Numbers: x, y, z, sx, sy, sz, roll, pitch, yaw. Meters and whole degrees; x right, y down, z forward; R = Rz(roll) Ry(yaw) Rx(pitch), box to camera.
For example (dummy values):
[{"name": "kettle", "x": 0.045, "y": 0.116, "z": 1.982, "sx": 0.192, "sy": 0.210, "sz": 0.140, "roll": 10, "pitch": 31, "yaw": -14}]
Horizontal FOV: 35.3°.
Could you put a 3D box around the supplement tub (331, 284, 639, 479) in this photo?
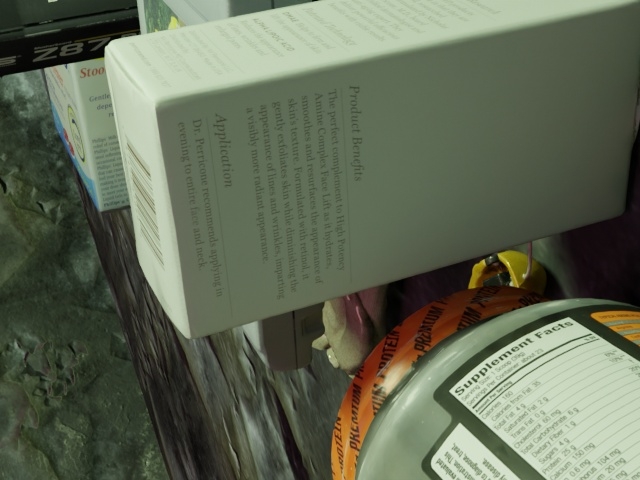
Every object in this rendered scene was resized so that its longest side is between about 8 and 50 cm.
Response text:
[{"name": "supplement tub", "x": 0.135, "y": 0.143, "z": 0.373, "sx": 0.316, "sy": 0.194, "sz": 0.193, "roll": -140, "pitch": 39, "yaw": -60}]

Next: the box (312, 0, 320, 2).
[{"name": "box", "x": 0.002, "y": -0.130, "z": 0.671, "sx": 0.207, "sy": 0.108, "sz": 0.153, "roll": 103, "pitch": 146, "yaw": -54}]

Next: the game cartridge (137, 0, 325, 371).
[{"name": "game cartridge", "x": -0.062, "y": -0.083, "z": 0.641, "sx": 0.196, "sy": 0.060, "sz": 0.294, "roll": -126, "pitch": 27, "yaw": -52}]

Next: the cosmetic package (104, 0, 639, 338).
[{"name": "cosmetic package", "x": 0.029, "y": -0.049, "z": 0.465, "sx": 0.085, "sy": 0.231, "sz": 0.117, "roll": -132, "pitch": 33, "yaw": -52}]

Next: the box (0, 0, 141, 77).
[{"name": "box", "x": -0.226, "y": -0.345, "z": 0.826, "sx": 0.097, "sy": 0.318, "sz": 0.394, "roll": 148, "pitch": 106, "yaw": -70}]

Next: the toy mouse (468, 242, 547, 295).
[{"name": "toy mouse", "x": 0.128, "y": 0.077, "z": 0.592, "sx": 0.161, "sy": 0.031, "sz": 0.143, "roll": 127, "pitch": 126, "yaw": -67}]

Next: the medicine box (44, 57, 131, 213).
[{"name": "medicine box", "x": -0.265, "y": -0.229, "z": 1.287, "sx": 0.263, "sy": 0.149, "sz": 0.289, "roll": -130, "pitch": 30, "yaw": -51}]

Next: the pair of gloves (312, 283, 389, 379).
[{"name": "pair of gloves", "x": 0.000, "y": 0.000, "z": 0.881, "sx": 0.240, "sy": 0.042, "sz": 0.204, "roll": 56, "pitch": 150, "yaw": 39}]
